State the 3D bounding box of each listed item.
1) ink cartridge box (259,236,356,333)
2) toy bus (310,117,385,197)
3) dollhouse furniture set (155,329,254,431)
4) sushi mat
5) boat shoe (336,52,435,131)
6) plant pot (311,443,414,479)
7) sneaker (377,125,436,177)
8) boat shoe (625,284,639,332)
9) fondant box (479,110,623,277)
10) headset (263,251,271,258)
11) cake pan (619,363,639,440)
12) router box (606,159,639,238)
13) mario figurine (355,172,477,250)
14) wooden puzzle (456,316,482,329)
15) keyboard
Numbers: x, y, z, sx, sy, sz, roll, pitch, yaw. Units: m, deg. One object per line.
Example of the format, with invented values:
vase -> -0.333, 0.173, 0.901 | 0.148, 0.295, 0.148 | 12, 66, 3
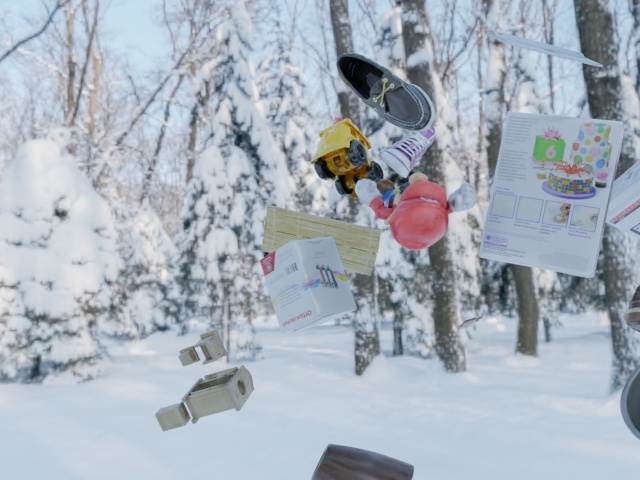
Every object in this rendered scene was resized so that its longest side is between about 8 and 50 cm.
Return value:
ink cartridge box -> -0.028, 0.097, 1.418 | 0.127, 0.176, 0.128 | -5, -18, -45
toy bus -> 0.090, -0.263, 1.945 | 0.150, 0.211, 0.220 | -21, -43, 33
dollhouse furniture set -> -0.255, 0.273, 1.315 | 0.182, 0.160, 0.101 | -19, 10, 17
sushi mat -> 0.000, 0.000, 1.749 | 0.317, 0.151, 0.019 | 13, 31, 1
boat shoe -> 0.111, -0.268, 1.169 | 0.069, 0.081, 0.228 | 6, 31, -47
plant pot -> 0.099, 0.648, 1.735 | 0.231, 0.215, 0.215 | 26, -2, 6
sneaker -> 0.251, -0.268, 1.822 | 0.161, 0.102, 0.282 | -50, -2, 15
boat shoe -> 0.710, 0.156, 1.258 | 0.258, 0.095, 0.095 | 24, -23, -20
fondant box -> 0.501, -0.101, 1.412 | 0.238, 0.330, 0.096 | 12, 4, 28
headset -> -0.037, 0.078, 1.905 | 0.185, 0.243, 0.394 | -30, 28, 19
cake pan -> 0.638, 0.255, 1.035 | 0.293, 0.054, 0.293 | -29, 16, 9
router box -> 0.857, -0.075, 1.525 | 0.301, 0.082, 0.335 | 28, -15, 7
mario figurine -> 0.197, -0.100, 1.360 | 0.198, 0.170, 0.320 | -37, 11, 5
wooden puzzle -> 0.411, 0.231, 1.809 | 0.083, 0.006, 0.049 | -8, -31, -35
keyboard -> 0.436, -0.368, 1.252 | 0.256, 0.014, 0.072 | 2, 35, -28
